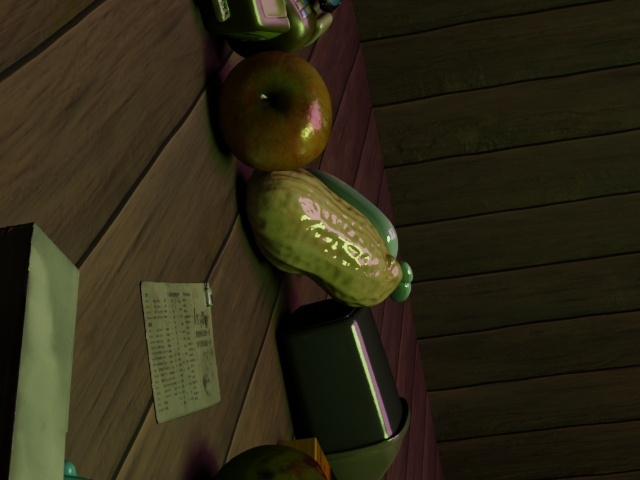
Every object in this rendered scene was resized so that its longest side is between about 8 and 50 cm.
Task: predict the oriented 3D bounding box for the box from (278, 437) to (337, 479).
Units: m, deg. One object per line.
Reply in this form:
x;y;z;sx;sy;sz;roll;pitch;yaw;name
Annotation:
-0.008;0.431;1.870;0.237;0.070;0.152;71;14;-51;box

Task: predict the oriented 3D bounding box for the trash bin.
0.043;0.251;2.000;0.209;0.182;0.290;-60;135;-73;trash bin

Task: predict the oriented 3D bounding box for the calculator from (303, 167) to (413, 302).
0.042;-0.005;2.038;0.042;0.295;0.184;-29;151;-40;calculator

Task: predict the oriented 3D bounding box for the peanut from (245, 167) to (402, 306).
0.000;0.000;1.883;0.313;0.152;0.152;34;38;-30;peanut

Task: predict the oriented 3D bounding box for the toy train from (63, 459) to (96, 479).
-0.190;0.253;0.959;0.248;0.101;0.159;52;18;-72;toy train

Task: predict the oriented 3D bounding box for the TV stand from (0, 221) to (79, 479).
-0.230;0.127;0.848;0.088;0.082;0.270;62;23;-57;TV stand

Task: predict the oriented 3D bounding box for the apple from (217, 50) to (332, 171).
-0.065;-0.186;1.753;0.155;0.182;0.183;74;10;-75;apple

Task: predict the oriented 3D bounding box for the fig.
-0.060;0.332;1.398;0.191;0.181;0.181;2;79;-54;fig

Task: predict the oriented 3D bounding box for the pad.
-0.161;0.128;1.434;0.265;0.009;0.160;11;72;-79;pad

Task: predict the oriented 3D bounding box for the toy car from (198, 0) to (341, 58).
-0.102;-0.375;1.769;0.198;0.204;0.248;-49;133;-45;toy car
